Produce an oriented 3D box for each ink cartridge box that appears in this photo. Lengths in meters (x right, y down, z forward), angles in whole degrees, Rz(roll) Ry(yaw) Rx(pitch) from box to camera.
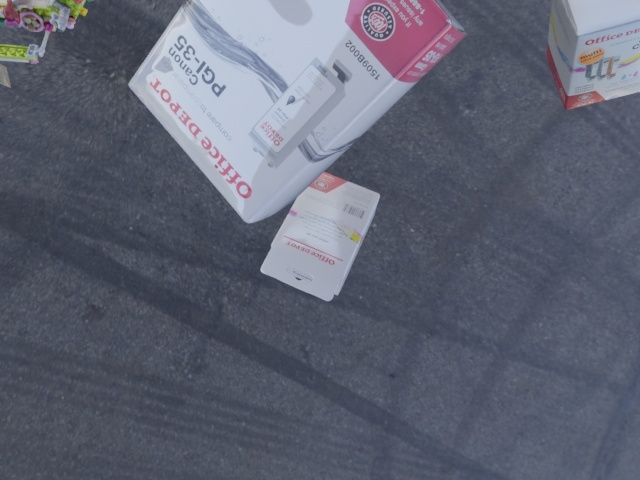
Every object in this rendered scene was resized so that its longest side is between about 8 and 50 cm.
[{"bbox_3d":[0.000,0.000,0.769,0.115,0.067,0.198,23,60,8],"label":"ink cartridge box"},{"bbox_3d":[-0.030,-0.184,0.528,0.283,0.117,0.207,-41,89,27],"label":"ink cartridge box"},{"bbox_3d":[0.432,-0.316,0.786,0.128,0.128,0.176,-11,154,16],"label":"ink cartridge box"}]

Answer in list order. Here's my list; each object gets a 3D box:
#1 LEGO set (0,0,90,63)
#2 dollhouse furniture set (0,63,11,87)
[{"bbox_3d":[-0.395,-0.329,0.719,0.286,0.107,0.132,-10,149,9],"label":"LEGO set"},{"bbox_3d":[-0.344,-0.142,0.490,0.090,0.114,0.081,25,93,13],"label":"dollhouse furniture set"}]
